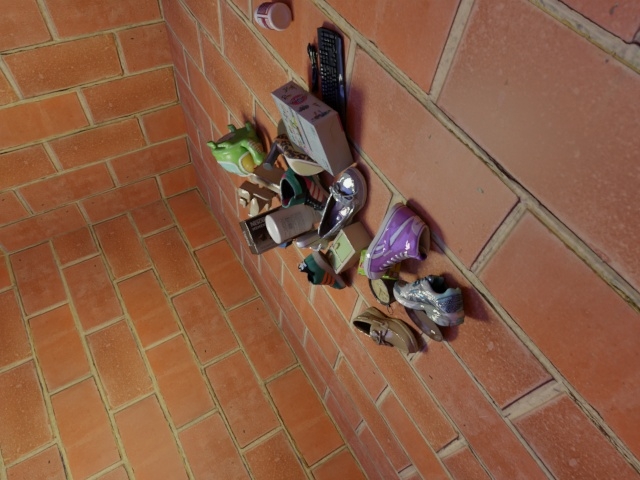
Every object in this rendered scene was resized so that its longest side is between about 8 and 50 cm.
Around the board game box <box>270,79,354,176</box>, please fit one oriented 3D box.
[{"bbox_3d":[-0.029,-0.386,1.536,0.303,0.098,0.224,46,167,40],"label":"board game box"}]

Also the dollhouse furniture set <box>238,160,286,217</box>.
[{"bbox_3d":[-0.243,-0.175,2.123,0.174,0.303,0.355,26,141,9],"label":"dollhouse furniture set"}]

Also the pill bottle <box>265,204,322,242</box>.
[{"bbox_3d":[-0.107,-0.088,1.922,0.131,0.229,0.131,49,153,36],"label":"pill bottle"}]

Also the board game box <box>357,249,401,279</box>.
[{"bbox_3d":[0.203,0.082,1.547,0.181,0.043,0.092,0,77,60],"label":"board game box"}]

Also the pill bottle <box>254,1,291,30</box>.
[{"bbox_3d":[-0.168,-0.772,1.541,0.152,0.086,0.086,40,147,48],"label":"pill bottle"}]

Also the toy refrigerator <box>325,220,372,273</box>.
[{"bbox_3d":[0.103,0.035,1.748,0.102,0.094,0.269,60,159,13],"label":"toy refrigerator"}]

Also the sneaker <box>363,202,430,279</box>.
[{"bbox_3d":[0.235,0.043,1.366,0.161,0.102,0.282,44,133,32],"label":"sneaker"}]

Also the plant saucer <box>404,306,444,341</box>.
[{"bbox_3d":[0.343,0.260,1.466,0.168,0.029,0.168,47,165,17],"label":"plant saucer"}]

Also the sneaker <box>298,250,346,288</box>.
[{"bbox_3d":[0.008,0.142,1.917,0.302,0.121,0.108,47,-165,-49],"label":"sneaker"}]

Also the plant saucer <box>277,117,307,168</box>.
[{"bbox_3d":[-0.100,-0.378,1.863,0.278,0.041,0.277,51,155,35],"label":"plant saucer"}]

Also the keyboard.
[{"bbox_3d":[0.015,-0.523,1.454,0.201,0.033,0.317,44,149,44],"label":"keyboard"}]

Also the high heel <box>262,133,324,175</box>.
[{"bbox_3d":[-0.075,-0.342,1.705,0.262,0.186,0.093,8,146,18],"label":"high heel"}]

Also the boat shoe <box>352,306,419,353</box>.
[{"bbox_3d":[0.246,0.363,1.735,0.341,0.110,0.121,18,129,63],"label":"boat shoe"}]

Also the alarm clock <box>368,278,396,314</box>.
[{"bbox_3d":[0.238,0.186,1.631,0.129,0.064,0.191,18,126,62],"label":"alarm clock"}]

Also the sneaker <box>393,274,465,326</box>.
[{"bbox_3d":[0.332,0.154,1.367,0.283,0.110,0.122,23,115,57],"label":"sneaker"}]

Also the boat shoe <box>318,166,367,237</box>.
[{"bbox_3d":[0.072,-0.125,1.593,0.118,0.103,0.320,48,144,17],"label":"boat shoe"}]

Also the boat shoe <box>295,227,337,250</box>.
[{"bbox_3d":[0.000,0.000,1.771,0.095,0.258,0.084,-10,100,38],"label":"boat shoe"}]

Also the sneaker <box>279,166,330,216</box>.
[{"bbox_3d":[-0.058,-0.159,1.753,0.295,0.178,0.124,56,149,-7],"label":"sneaker"}]

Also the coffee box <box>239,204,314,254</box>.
[{"bbox_3d":[-0.202,-0.065,2.078,0.119,0.297,0.168,-1,111,67],"label":"coffee box"}]

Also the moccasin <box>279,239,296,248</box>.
[{"bbox_3d":[-0.206,-0.056,2.361,0.342,0.117,0.137,-143,47,-59],"label":"moccasin"}]

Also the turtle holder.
[{"bbox_3d":[-0.380,-0.451,2.243,0.321,0.243,0.227,-9,127,28],"label":"turtle holder"}]
